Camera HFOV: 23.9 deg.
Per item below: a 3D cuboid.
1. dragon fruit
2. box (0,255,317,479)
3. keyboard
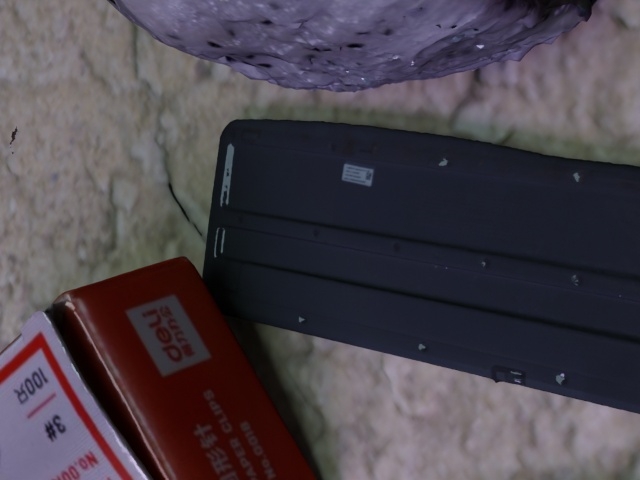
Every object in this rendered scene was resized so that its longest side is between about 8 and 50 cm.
[{"bbox_3d":[-0.039,-0.193,0.593,0.221,0.204,0.283,-16,77,41],"label":"dragon fruit"},{"bbox_3d":[-0.107,0.109,0.694,0.182,0.099,0.133,-37,81,36],"label":"box"},{"bbox_3d":[0.007,0.000,0.660,0.381,0.041,0.103,10,95,35],"label":"keyboard"}]
